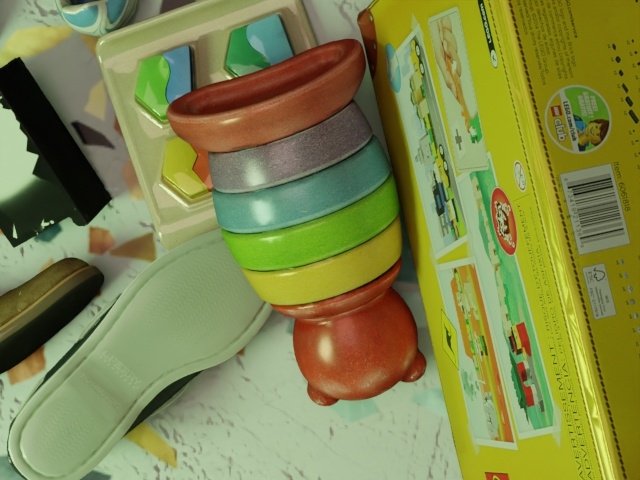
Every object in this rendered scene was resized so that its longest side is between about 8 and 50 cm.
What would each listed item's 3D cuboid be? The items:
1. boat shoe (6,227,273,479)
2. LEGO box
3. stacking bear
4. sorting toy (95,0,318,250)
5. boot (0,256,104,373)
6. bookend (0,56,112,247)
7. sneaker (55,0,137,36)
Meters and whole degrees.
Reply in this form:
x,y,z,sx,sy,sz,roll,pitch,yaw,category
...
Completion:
x,y,z,sx,sy,sz,roll,pitch,yaw,category
-0.159,0.096,1.546,0.302,0.091,0.114,-38,97,-13,boat shoe
0.206,0.004,1.334,0.193,0.372,0.500,-12,86,-12,LEGO box
0.000,0.000,1.479,0.175,0.164,0.289,-19,106,1,stacking bear
-0.083,-0.116,1.562,0.193,0.038,0.208,-20,85,1,sorting toy
-0.341,0.085,1.573,0.305,0.112,0.115,-32,76,3,boot
-0.301,-0.057,1.585,0.156,0.072,0.157,-29,102,20,bookend
-0.209,-0.304,1.578,0.085,0.086,0.237,-6,86,11,sneaker
